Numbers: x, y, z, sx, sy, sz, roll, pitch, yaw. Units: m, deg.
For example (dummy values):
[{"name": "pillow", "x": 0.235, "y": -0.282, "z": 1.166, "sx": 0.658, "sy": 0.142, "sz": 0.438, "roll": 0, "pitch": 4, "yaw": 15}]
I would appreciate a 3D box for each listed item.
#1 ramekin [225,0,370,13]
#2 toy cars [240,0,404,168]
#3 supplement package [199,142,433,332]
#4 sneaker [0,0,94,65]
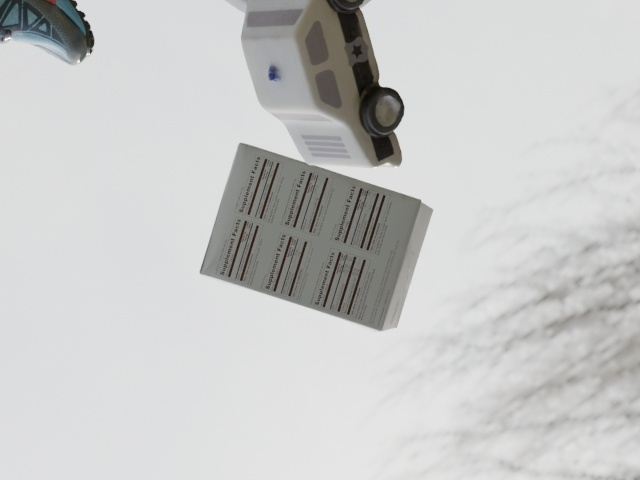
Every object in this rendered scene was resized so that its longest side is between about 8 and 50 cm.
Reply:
[{"name": "ramekin", "x": -0.021, "y": -0.324, "z": 1.783, "sx": 0.207, "sy": 0.109, "sz": 0.207, "roll": 4, "pitch": -118, "yaw": -7}, {"name": "toy cars", "x": 0.007, "y": -0.195, "z": 1.224, "sx": 0.087, "sy": 0.393, "sz": 0.176, "roll": -28, "pitch": -118, "yaw": -34}, {"name": "supplement package", "x": 0.000, "y": 0.000, "z": 1.967, "sx": 0.203, "sy": 0.149, "sz": 0.194, "roll": 18, "pitch": 180, "yaw": 8}, {"name": "sneaker", "x": -0.333, "y": -0.200, "z": 1.617, "sx": 0.262, "sy": 0.104, "sz": 0.125, "roll": 24, "pitch": -108, "yaw": -4}]
